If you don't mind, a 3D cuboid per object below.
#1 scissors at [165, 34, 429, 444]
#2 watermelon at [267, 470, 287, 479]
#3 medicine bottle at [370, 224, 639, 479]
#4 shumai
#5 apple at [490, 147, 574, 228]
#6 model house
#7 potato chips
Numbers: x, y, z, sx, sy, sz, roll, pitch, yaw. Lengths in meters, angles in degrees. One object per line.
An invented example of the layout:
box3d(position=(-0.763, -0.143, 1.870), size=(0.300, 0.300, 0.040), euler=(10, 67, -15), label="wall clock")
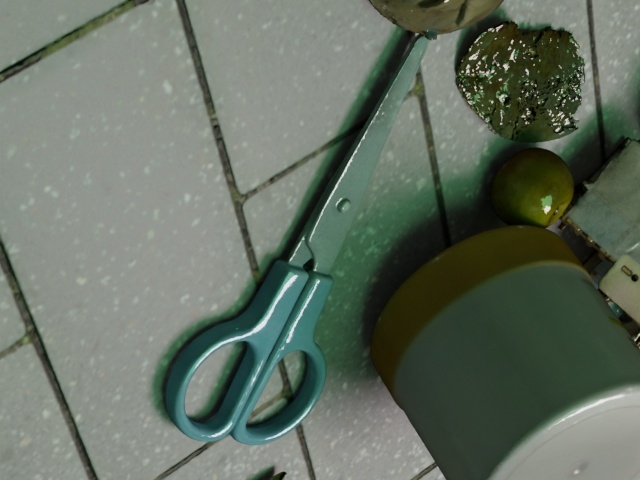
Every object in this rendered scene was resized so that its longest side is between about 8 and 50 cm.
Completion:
box3d(position=(0.000, 0.000, 1.679), size=(0.193, 0.029, 0.447), euler=(14, 107, -47), label="scissors")
box3d(position=(-0.081, 0.357, 1.833), size=(0.119, 0.063, 0.245), euler=(-27, 129, -52), label="watermelon")
box3d(position=(0.202, 0.144, 1.768), size=(0.238, 0.232, 0.238), euler=(-21, 145, -15), label="medicine bottle")
box3d(position=(0.139, -0.266, 1.561), size=(0.201, 0.120, 0.201), euler=(-20, 126, -31), label="shumai")
box3d(position=(0.219, -0.051, 1.813), size=(0.089, 0.074, 0.089), euler=(-40, 158, -20), label="apple")
box3d(position=(0.370, 0.036, 1.932), size=(0.178, 0.271, 0.206), euler=(-49, 174, -7), label="model house")
box3d(position=(0.210, -0.162, 1.767), size=(0.142, 0.026, 0.209), euler=(-45, 138, -12), label="potato chips")
